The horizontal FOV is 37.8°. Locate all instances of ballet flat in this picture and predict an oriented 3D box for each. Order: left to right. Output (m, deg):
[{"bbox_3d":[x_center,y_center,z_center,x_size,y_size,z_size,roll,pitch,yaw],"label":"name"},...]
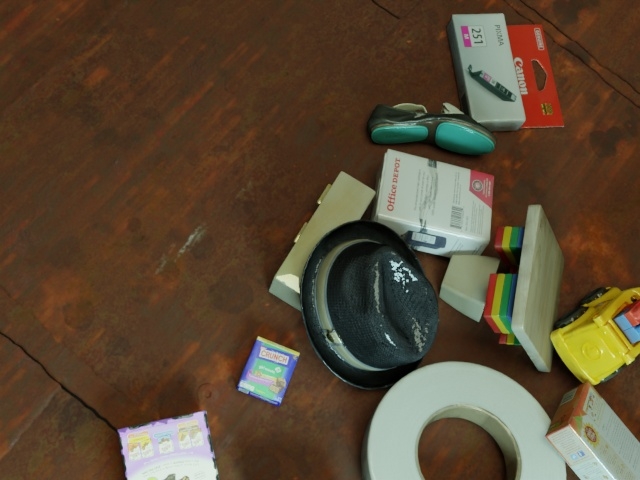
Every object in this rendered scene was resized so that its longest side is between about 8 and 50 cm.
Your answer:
[{"bbox_3d":[0.242,-0.254,2.014,0.280,0.095,0.096,7,57,-3],"label":"ballet flat"}]

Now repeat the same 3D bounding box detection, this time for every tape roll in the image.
[{"bbox_3d":[0.271,0.422,1.774,0.392,0.072,0.392,5,60,-8],"label":"tape roll"}]

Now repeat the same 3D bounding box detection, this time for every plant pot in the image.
[{"bbox_3d":[0.300,0.087,1.911,0.096,0.109,0.109,19,69,10],"label":"plant pot"}]

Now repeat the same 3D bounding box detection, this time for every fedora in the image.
[{"bbox_3d":[0.125,0.120,1.785,0.334,0.152,0.334,3,85,-31],"label":"fedora"}]

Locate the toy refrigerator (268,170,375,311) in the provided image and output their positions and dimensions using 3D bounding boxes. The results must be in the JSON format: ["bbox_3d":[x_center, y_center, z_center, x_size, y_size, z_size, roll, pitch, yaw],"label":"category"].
[{"bbox_3d":[0.000,0.000,1.885,0.094,0.102,0.269,32,70,2],"label":"toy refrigerator"}]

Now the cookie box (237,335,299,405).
[{"bbox_3d":[-0.101,0.253,1.814,0.092,0.040,0.107,22,69,-1],"label":"cookie box"}]

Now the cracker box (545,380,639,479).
[{"bbox_3d":[0.548,0.411,1.807,0.232,0.067,0.156,50,37,-1],"label":"cracker box"}]

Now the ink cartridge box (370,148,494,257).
[{"bbox_3d":[0.228,-0.071,1.937,0.237,0.100,0.172,13,59,-5],"label":"ink cartridge box"}]

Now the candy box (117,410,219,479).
[{"bbox_3d":[-0.273,0.428,1.710,0.165,0.070,0.196,-9,73,-13],"label":"candy box"}]

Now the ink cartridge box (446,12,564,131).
[{"bbox_3d":[0.424,-0.382,2.112,0.239,0.060,0.275,-4,72,-10],"label":"ink cartridge box"}]

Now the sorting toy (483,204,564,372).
[{"bbox_3d":[0.405,0.099,1.861,0.089,0.255,0.257,1,65,27],"label":"sorting toy"}]

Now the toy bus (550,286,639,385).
[{"bbox_3d":[0.602,0.162,1.862,0.220,0.211,0.149,-33,83,-37],"label":"toy bus"}]
